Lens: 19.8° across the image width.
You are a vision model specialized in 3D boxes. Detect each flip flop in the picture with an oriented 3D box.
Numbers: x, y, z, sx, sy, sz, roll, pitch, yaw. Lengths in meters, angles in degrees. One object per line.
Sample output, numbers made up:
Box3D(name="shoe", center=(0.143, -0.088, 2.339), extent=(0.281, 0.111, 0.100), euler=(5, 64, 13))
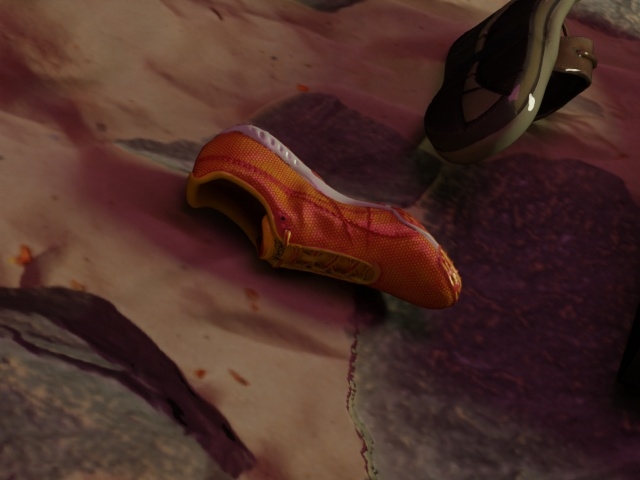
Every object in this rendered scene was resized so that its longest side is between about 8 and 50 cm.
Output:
Box3D(name="flip flop", center=(0.147, -0.116, 1.277), extent=(0.080, 0.112, 0.277), euler=(50, 30, -14))

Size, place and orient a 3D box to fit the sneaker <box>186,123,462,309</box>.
Box3D(name="sneaker", center=(0.000, 0.000, 1.075), extent=(0.175, 0.064, 0.067), euler=(27, 55, 8))

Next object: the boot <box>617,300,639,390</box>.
Box3D(name="boot", center=(0.350, 0.033, 1.182), extent=(0.260, 0.131, 0.348), euler=(23, 46, 5))
